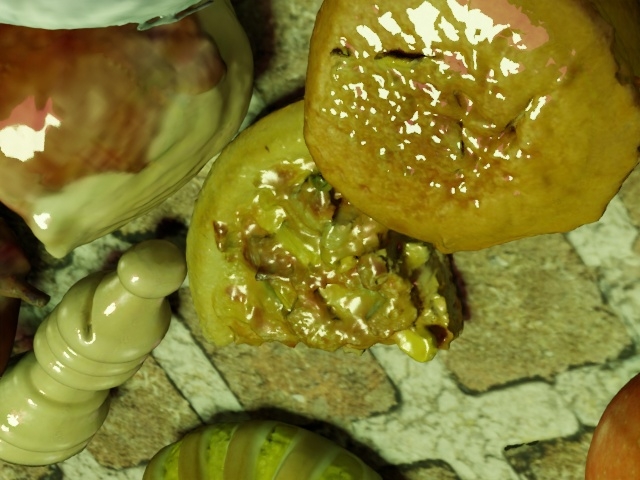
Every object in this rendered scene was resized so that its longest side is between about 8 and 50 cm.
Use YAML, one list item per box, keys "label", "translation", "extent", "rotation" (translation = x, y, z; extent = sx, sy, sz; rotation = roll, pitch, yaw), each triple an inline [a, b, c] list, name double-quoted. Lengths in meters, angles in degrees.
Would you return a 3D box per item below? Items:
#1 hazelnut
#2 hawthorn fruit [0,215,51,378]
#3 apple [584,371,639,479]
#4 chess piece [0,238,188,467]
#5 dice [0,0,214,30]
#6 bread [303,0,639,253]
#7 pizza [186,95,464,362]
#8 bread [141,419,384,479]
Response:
- label: "hazelnut"
  translation: [-0.187, -0.107, 1.204]
  extent: [0.261, 0.241, 0.261]
  rotation: [-5, 164, -2]
- label: "hawthorn fruit"
  translation: [-0.433, 0.058, 1.457]
  extent: [0.308, 0.308, 0.325]
  rotation: [39, 126, -4]
- label: "apple"
  translation: [0.330, 0.217, 1.199]
  extent: [0.251, 0.206, 0.272]
  rotation: [-20, 116, 44]
- label: "chess piece"
  translation: [-0.212, 0.096, 1.479]
  extent: [0.139, 0.124, 0.307]
  rotation: [21, 135, -25]
- label: "dice"
  translation: [-0.159, -0.312, 0.985]
  extent: [0.270, 0.270, 0.271]
  rotation: [10, 132, 24]
- label: "bread"
  translation: [0.114, -0.114, 1.089]
  extent: [0.268, 0.145, 0.268]
  rotation: [15, 135, 15]
- label: "pizza"
  translation: [-0.031, -0.010, 1.309]
  extent: [0.268, 0.087, 0.258]
  rotation: [0, 124, 34]
- label: "bread"
  translation: [-0.058, 0.320, 1.548]
  extent: [0.333, 0.160, 0.333]
  rotation: [16, 132, 19]
